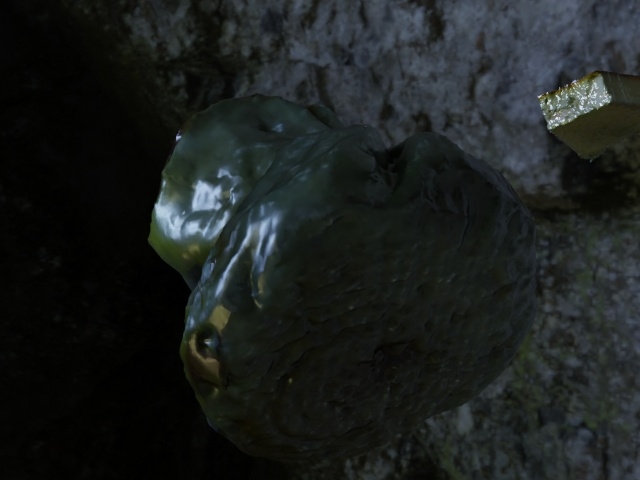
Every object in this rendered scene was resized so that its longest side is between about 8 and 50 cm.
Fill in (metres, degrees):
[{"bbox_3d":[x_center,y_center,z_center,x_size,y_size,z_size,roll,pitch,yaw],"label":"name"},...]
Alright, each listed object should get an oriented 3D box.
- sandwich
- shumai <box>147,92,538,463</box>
[{"bbox_3d":[0.375,-0.174,1.167,0.162,0.193,0.058,2,-107,-19],"label":"sandwich"},{"bbox_3d":[0.000,0.000,0.677,0.304,0.263,0.309,5,-52,-38],"label":"shumai"}]
